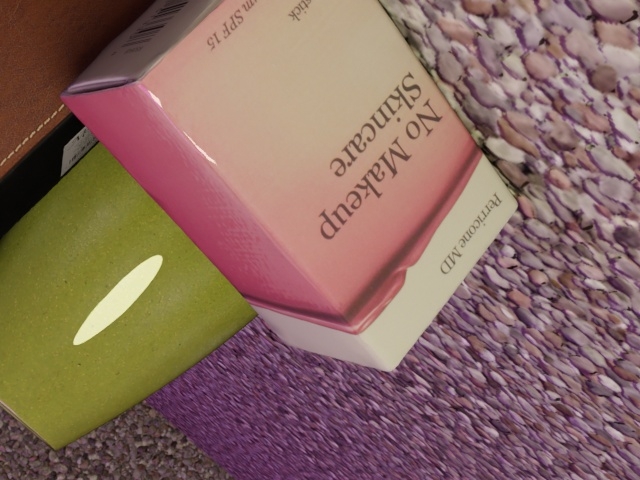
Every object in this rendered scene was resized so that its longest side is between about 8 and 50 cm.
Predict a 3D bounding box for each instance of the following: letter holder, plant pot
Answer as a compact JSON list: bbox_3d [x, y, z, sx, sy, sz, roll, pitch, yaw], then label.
[{"bbox_3d":[-0.267,-0.125,0.698,0.214,0.302,0.152,42,161,-4],"label":"letter holder"},{"bbox_3d":[-0.205,0.044,0.963,0.275,0.293,0.274,36,160,15],"label":"plant pot"}]

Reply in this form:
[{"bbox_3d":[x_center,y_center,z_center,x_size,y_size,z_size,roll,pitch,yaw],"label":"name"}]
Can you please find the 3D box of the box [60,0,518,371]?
[{"bbox_3d":[-0.014,-0.055,0.611,0.232,0.148,0.127,49,158,-26],"label":"box"}]
